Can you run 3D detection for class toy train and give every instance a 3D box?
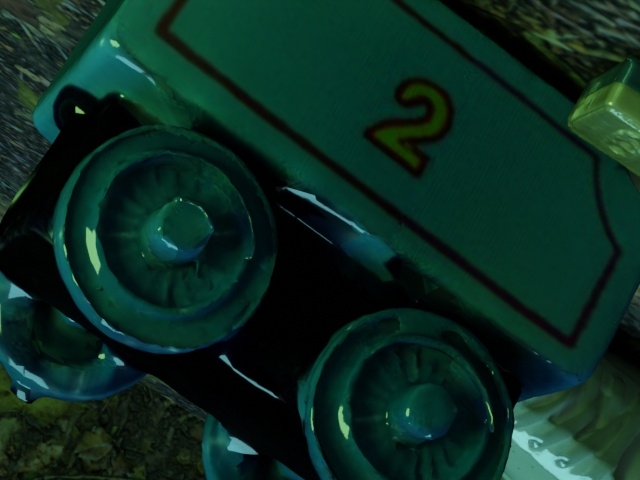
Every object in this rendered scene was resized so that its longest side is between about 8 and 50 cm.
[{"bbox_3d":[0.000,0.000,0.929,0.300,0.265,0.188,36,155,-12],"label":"toy train"}]

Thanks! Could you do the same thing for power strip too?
[{"bbox_3d":[0.181,-0.039,0.897,0.123,0.032,0.056,32,167,-8],"label":"power strip"}]

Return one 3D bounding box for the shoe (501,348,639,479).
[{"bbox_3d":[0.137,0.090,1.255,0.363,0.132,0.160,31,161,16],"label":"shoe"}]
